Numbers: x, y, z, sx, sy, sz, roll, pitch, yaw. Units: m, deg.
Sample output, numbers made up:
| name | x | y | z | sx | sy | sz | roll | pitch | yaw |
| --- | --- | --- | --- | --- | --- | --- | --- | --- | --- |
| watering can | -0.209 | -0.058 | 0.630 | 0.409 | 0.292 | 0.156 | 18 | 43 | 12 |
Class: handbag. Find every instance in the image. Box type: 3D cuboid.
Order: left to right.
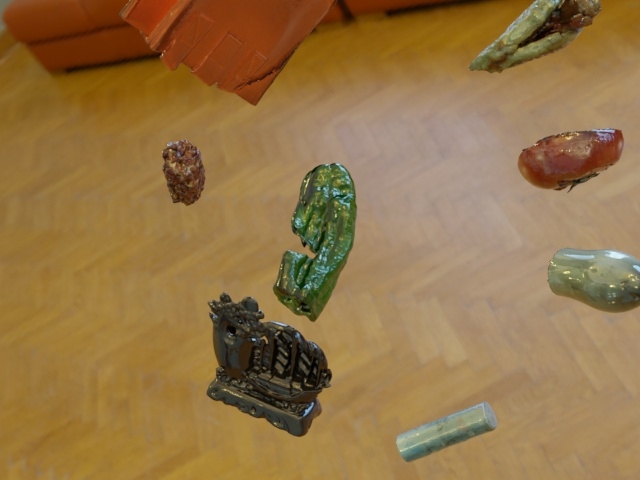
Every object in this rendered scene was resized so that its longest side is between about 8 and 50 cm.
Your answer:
| name | x | y | z | sx | sy | sz | roll | pitch | yaw |
| --- | --- | --- | --- | --- | --- | --- | --- | --- | --- |
| handbag | -0.152 | -0.421 | 1.730 | 0.116 | 0.410 | 0.303 | 45 | 100 | 20 |

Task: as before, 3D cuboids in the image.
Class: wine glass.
| name | x | y | z | sx | sy | sz | roll | pitch | yaw |
| --- | --- | --- | --- | --- | --- | --- | --- | --- | --- |
| wine glass | 0.426 | 0.060 | 1.377 | 0.093 | 0.093 | 0.202 | -48 | 28 | -20 |

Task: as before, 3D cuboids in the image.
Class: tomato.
| name | x | y | z | sx | sy | sz | roll | pitch | yaw |
| --- | --- | --- | --- | --- | --- | --- | --- | --- | --- |
| tomato | 0.520 | -0.157 | 1.980 | 0.227 | 0.228 | 0.101 | -19 | 79 | 21 |

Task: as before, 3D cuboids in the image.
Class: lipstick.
| name | x | y | z | sx | sy | sz | roll | pitch | yaw |
| --- | --- | --- | --- | --- | --- | --- | --- | --- | --- |
| lipstick | 0.198 | 0.302 | 1.506 | 0.157 | 0.048 | 0.048 | -27 | 34 | 23 |

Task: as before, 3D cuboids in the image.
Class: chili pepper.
| name | x | y | z | sx | sy | sz | roll | pitch | yaw |
| --- | --- | --- | --- | --- | --- | --- | --- | --- | --- |
| chili pepper | -0.001 | -0.001 | 1.418 | 0.083 | 0.099 | 0.253 | 118 | 168 | -57 |

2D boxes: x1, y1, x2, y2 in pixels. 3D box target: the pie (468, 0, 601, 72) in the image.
| name | x | y | z | sx | sy | sz | roll | pitch | yaw |
| --- | --- | --- | --- | --- | --- | --- | --- | --- | --- |
| pie | 0.391 | -0.385 | 1.788 | 0.257 | 0.106 | 0.274 | -28 | 4 | 16 |

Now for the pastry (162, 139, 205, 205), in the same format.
| name | x | y | z | sx | sy | sz | roll | pitch | yaw |
| --- | --- | --- | --- | --- | --- | --- | --- | --- | --- |
| pastry | -0.327 | -0.159 | 2.307 | 0.097 | 0.208 | 0.115 | 10 | 64 | 3 |

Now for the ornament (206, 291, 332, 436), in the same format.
| name | x | y | z | sx | sy | sz | roll | pitch | yaw |
| --- | --- | --- | --- | --- | --- | --- | --- | --- | --- |
| ornament | -0.095 | 0.208 | 1.751 | 0.251 | 0.261 | 0.106 | 21 | 37 | 13 |
